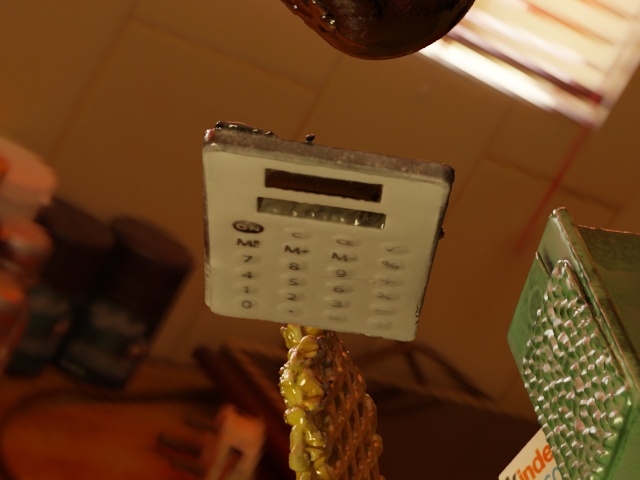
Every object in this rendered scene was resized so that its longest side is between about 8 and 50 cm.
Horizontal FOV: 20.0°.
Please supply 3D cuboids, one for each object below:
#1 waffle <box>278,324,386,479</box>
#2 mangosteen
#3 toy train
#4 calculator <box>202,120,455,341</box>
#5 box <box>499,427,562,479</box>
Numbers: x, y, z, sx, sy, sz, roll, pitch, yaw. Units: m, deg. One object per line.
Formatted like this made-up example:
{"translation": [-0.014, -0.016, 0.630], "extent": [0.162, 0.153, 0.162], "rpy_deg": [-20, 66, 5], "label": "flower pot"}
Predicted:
{"translation": [0.014, 0.212, 1.849], "extent": [0.238, 0.059, 0.243], "rpy_deg": [53, 31, -58], "label": "waffle"}
{"translation": [0.075, -0.364, 2.060], "extent": [0.275, 0.302, 0.275], "rpy_deg": [32, -20, 14], "label": "mangosteen"}
{"translation": [0.268, 0.100, 1.351], "extent": [0.202, 0.145, 0.266], "rpy_deg": [6, 33, -15], "label": "toy train"}
{"translation": [0.000, 0.000, 1.212], "extent": [0.161, 0.021, 0.261], "rpy_deg": [9, -25, 2], "label": "calculator"}
{"translation": [0.285, 0.238, 1.566], "extent": [0.048, 0.273, 0.265], "rpy_deg": [-1, 51, -33], "label": "box"}
